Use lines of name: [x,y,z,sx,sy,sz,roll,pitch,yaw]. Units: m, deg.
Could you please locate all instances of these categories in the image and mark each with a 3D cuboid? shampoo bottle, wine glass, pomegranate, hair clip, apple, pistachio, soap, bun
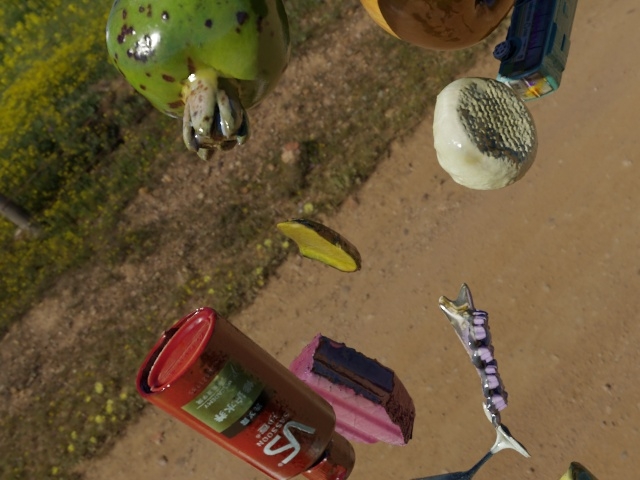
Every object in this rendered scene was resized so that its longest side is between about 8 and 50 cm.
shampoo bottle: [-0.069,0.202,0.800,0.118,0.314,0.076,-50,37,-9]
wine glass: [0.321,0.486,1.440,0.232,0.156,0.156,-45,33,1]
pomegranate: [-0.127,-0.199,0.745,0.202,0.202,0.247,-24,57,27]
hair clip: [0.308,0.228,1.318,0.085,0.292,0.106,-18,3,18]
apple: [0.174,-0.414,1.024,0.242,0.242,0.241,-46,58,-4]
pistachio: [0.000,0.000,1.132,0.089,0.173,0.049,-18,46,46]
soap: [0.071,0.322,1.392,0.182,0.289,0.112,-46,18,49]
bun: [0.115,-0.074,0.499,0.055,0.086,0.086,-43,21,56]

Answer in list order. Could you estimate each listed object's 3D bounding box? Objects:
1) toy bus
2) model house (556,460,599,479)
toy bus: [0.376,-0.367,1.176,0.109,0.091,0.261,-4,65,49]
model house: [0.222,0.365,0.696,0.234,0.193,0.174,-34,22,39]
